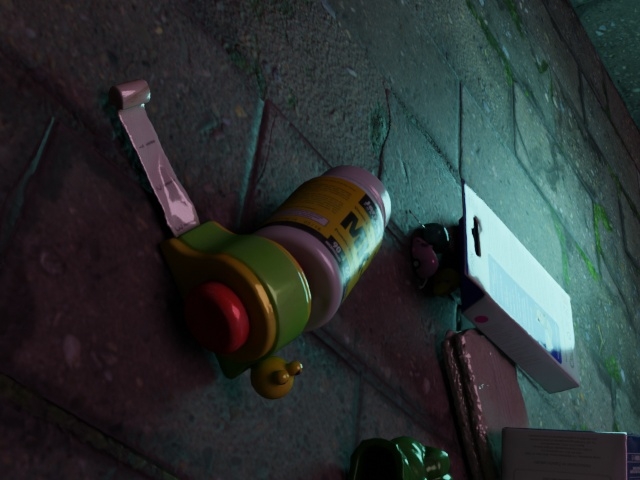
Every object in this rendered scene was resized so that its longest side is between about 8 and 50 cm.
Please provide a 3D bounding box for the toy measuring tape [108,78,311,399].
[{"bbox_3d":[-0.090,-0.003,0.836,0.121,0.121,0.330,-36,106,-59],"label":"toy measuring tape"}]

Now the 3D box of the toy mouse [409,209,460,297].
[{"bbox_3d":[0.170,0.016,1.349,0.161,0.031,0.143,-28,99,-60],"label":"toy mouse"}]

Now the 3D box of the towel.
[{"bbox_3d":[0.256,0.265,1.347,0.187,0.049,0.282,2,74,-57],"label":"towel"}]

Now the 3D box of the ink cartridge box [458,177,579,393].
[{"bbox_3d":[0.290,0.079,1.391,0.371,0.069,0.176,43,39,-39],"label":"ink cartridge box"}]

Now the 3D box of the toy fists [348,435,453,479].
[{"bbox_3d":[0.106,0.356,1.001,0.142,0.096,0.279,36,45,-48],"label":"toy fists"}]

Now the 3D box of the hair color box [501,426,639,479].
[{"bbox_3d":[0.337,0.430,1.207,0.105,0.174,0.347,22,68,-55],"label":"hair color box"}]

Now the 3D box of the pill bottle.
[{"bbox_3d":[0.000,0.000,0.988,0.119,0.119,0.208,63,31,-16],"label":"pill bottle"}]
